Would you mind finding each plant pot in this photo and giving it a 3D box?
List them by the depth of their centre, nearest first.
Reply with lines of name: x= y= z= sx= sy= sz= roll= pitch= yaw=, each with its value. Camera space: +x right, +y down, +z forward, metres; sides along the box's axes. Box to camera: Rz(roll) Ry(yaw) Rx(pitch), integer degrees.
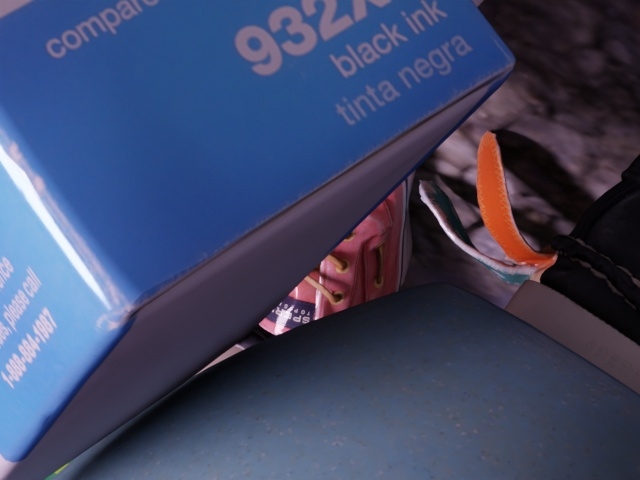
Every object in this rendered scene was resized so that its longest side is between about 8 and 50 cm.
plant pot: x=0.040 y=0.130 z=0.643 sx=0.290 sy=0.195 sz=0.290 roll=34 pitch=176 yaw=3

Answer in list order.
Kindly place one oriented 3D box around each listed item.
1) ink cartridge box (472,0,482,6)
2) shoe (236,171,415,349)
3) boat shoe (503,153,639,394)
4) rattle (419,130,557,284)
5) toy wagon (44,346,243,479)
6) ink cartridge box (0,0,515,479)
ink cartridge box: x=0.016 y=-0.114 z=0.561 sx=0.090 sy=0.092 sz=0.143 roll=28 pitch=154 yaw=-10
shoe: x=0.000 y=0.000 z=0.794 sx=0.063 sy=0.081 sz=0.178 roll=16 pitch=152 yaw=15
boat shoe: x=0.236 y=0.074 z=0.712 sx=0.340 sy=0.113 sz=0.127 roll=31 pitch=178 yaw=1
rattle: x=0.104 y=0.069 z=0.782 sx=0.130 sy=0.143 sz=0.199 roll=15 pitch=162 yaw=50
toy wagon: x=-0.053 y=0.119 z=1.029 sx=0.267 sy=0.068 sz=0.344 roll=5 pitch=154 yaw=20
ink cartridge box: x=-0.123 y=-0.097 z=0.528 sx=0.307 sy=0.129 sz=0.223 roll=53 pitch=152 yaw=5
